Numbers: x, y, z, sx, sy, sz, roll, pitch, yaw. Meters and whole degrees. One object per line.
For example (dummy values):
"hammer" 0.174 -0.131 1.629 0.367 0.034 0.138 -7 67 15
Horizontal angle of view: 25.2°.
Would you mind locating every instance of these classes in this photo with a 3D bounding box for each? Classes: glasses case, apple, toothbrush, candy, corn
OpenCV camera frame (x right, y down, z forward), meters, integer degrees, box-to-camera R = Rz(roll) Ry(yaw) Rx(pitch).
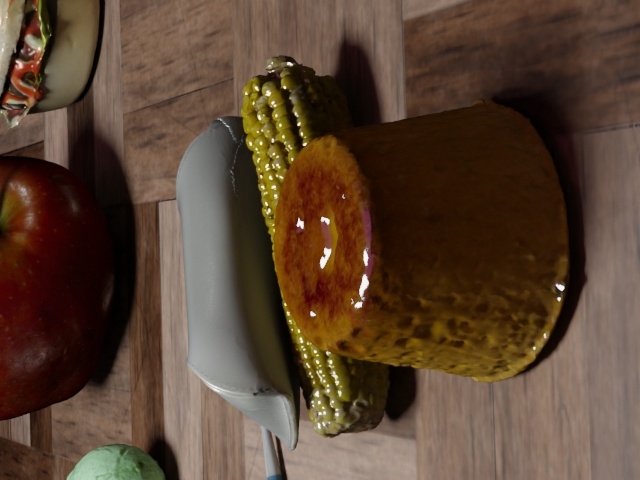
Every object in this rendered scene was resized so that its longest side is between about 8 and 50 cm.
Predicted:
"glasses case" -0.071 0.040 1.243 0.128 0.083 0.308 71 -172 -49
"apple" -0.382 0.057 1.729 0.316 0.288 0.288 98 154 -45
"toothbrush" -0.040 0.242 1.338 0.025 0.019 0.275 126 135 -57
"candy" -0.255 0.402 1.700 0.439 0.119 0.119 104 150 -41
"corn" 0.000 0.000 1.173 0.097 0.097 0.319 -34 63 59

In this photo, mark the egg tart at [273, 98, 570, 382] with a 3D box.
"egg tart" 0.063 0.004 0.990 0.203 0.147 0.202 6 97 60

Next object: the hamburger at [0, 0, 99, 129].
"hamburger" -0.396 -0.300 1.844 0.302 0.170 0.301 -1 89 63
